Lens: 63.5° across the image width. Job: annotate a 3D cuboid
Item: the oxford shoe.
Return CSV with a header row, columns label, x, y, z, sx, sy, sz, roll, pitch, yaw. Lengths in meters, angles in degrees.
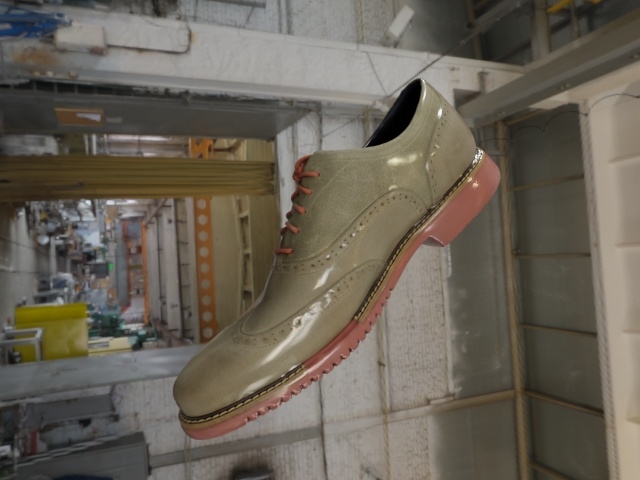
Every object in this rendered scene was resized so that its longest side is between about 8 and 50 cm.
label,x,y,z,sx,sy,sz,roll,pitch,yaw
oxford shoe,0.000,0.000,0.426,0.130,0.348,0.123,53,-24,-17
